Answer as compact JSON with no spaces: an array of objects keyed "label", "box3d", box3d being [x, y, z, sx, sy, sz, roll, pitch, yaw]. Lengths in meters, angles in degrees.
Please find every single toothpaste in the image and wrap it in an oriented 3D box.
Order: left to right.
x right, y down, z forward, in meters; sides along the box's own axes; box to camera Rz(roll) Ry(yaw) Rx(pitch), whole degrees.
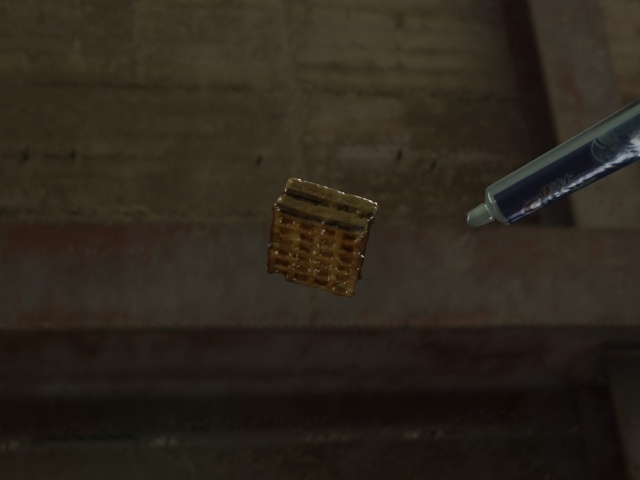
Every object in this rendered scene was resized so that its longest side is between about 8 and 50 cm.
[{"label":"toothpaste","box3d":[0.271,-0.082,1.472,0.268,0.047,0.069,-30,-80,15]}]

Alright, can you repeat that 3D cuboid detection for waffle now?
[{"label":"waffle","box3d":[0.000,0.000,1.445,0.102,0.148,0.042,15,-120,3]}]
